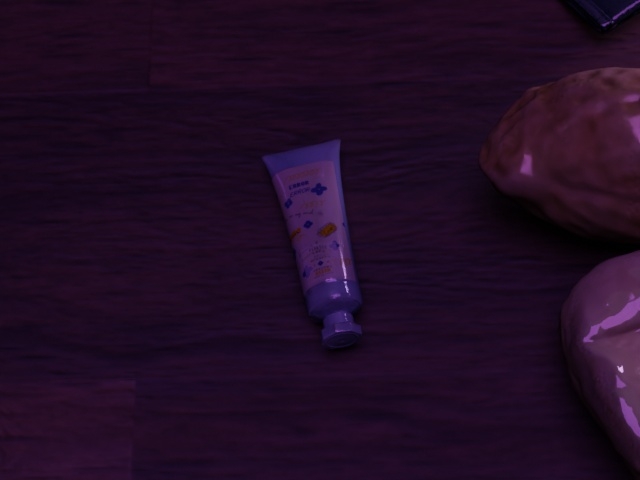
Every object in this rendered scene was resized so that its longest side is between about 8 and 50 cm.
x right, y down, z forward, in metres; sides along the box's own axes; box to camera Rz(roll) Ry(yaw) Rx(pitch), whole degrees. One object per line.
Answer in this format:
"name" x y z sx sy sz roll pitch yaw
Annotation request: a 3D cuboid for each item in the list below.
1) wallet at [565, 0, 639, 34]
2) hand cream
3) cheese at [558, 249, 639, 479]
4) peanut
"wallet" 0.259 -0.227 1.221 0.129 0.026 0.088 -33 53 -5
"hand cream" 0.000 0.000 1.141 0.065 0.043 0.171 -12 65 -1
"cheese" 0.275 0.123 1.046 0.159 0.093 0.263 -21 66 -8
"peanut" 0.280 -0.069 1.097 0.325 0.140 0.153 1 40 5
